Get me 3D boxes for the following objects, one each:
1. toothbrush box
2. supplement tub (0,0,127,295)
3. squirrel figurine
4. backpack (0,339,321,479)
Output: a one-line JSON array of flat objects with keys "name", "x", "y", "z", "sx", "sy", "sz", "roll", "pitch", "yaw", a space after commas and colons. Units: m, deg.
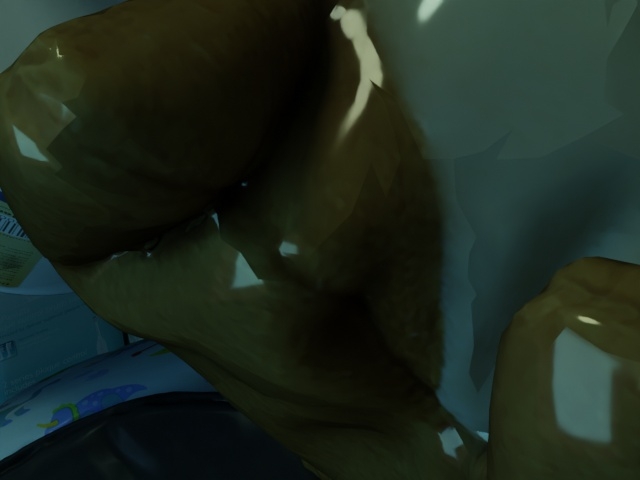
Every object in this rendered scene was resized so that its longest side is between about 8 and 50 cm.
[{"name": "toothbrush box", "x": -0.267, "y": 0.009, "z": 1.563, "sx": 0.216, "sy": 0.126, "sz": 0.295, "roll": 46, "pitch": 150, "yaw": 43}, {"name": "supplement tub", "x": -0.137, "y": -0.095, "z": 0.990, "sx": 0.228, "sy": 0.228, "sz": 0.316, "roll": 66, "pitch": 159, "yaw": 4}, {"name": "squirrel figurine", "x": 0.124, "y": 0.078, "z": 0.555, "sx": 0.370, "sy": 0.281, "sz": 0.397, "roll": 50, "pitch": 160, "yaw": 12}, {"name": "backpack", "x": -0.098, "y": 0.169, "z": 1.109, "sx": 0.273, "sy": 0.290, "sz": 0.355, "roll": 64, "pitch": -173, "yaw": 17}]
